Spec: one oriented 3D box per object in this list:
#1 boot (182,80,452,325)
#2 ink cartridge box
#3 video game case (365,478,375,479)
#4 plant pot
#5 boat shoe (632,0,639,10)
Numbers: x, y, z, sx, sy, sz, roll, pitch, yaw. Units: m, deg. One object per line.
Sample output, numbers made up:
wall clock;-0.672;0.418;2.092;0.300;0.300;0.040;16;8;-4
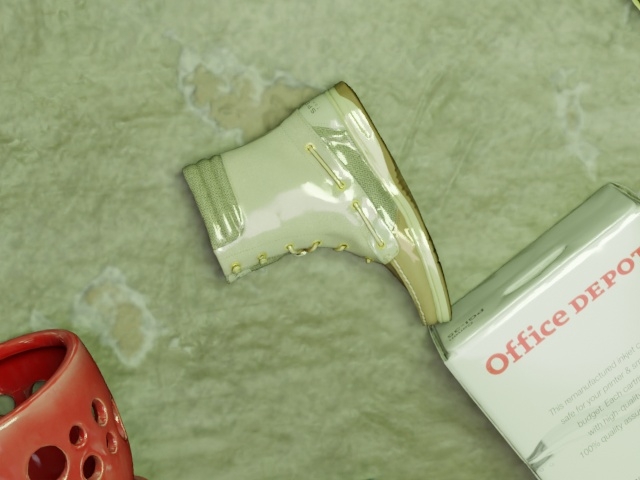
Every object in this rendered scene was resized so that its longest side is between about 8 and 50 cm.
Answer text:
boot;0.000;0.000;1.476;0.165;0.077;0.213;-28;98;1
ink cartridge box;0.256;0.123;1.501;0.207;0.117;0.283;-38;103;4
video game case;-0.043;0.360;1.556;0.269;0.061;0.244;-17;102;-1
plant pot;-0.236;0.191;1.442;0.191;0.191;0.174;-25;108;1
boat shoe;0.287;-0.222;1.440;0.116;0.097;0.324;-45;102;5
